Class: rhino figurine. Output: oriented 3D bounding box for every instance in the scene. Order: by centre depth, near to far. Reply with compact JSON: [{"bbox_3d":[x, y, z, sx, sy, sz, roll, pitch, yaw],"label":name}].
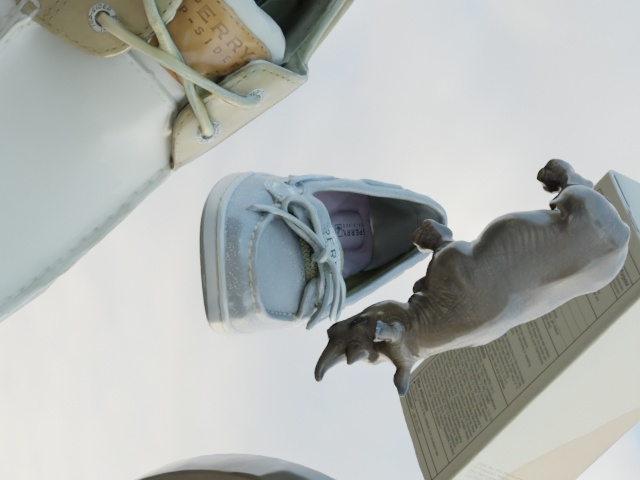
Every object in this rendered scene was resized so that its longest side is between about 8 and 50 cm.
[{"bbox_3d":[0.098,0.031,1.237,0.106,0.243,0.073,36,-30,57],"label":"rhino figurine"}]

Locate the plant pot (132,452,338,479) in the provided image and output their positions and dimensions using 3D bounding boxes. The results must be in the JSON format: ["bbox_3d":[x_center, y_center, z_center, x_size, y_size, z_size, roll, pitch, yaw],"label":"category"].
[{"bbox_3d":[-0.097,0.317,1.195,0.323,0.280,0.323,1,-86,19],"label":"plant pot"}]

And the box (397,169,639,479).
[{"bbox_3d":[0.219,0.102,1.673,0.311,0.121,0.148,-47,-143,29],"label":"box"}]

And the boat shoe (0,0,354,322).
[{"bbox_3d":[-0.063,-0.086,0.682,0.103,0.113,0.302,15,-113,52],"label":"boat shoe"}]

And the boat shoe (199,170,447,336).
[{"bbox_3d":[0.001,0.002,1.397,0.103,0.320,0.118,-4,-88,22],"label":"boat shoe"}]
